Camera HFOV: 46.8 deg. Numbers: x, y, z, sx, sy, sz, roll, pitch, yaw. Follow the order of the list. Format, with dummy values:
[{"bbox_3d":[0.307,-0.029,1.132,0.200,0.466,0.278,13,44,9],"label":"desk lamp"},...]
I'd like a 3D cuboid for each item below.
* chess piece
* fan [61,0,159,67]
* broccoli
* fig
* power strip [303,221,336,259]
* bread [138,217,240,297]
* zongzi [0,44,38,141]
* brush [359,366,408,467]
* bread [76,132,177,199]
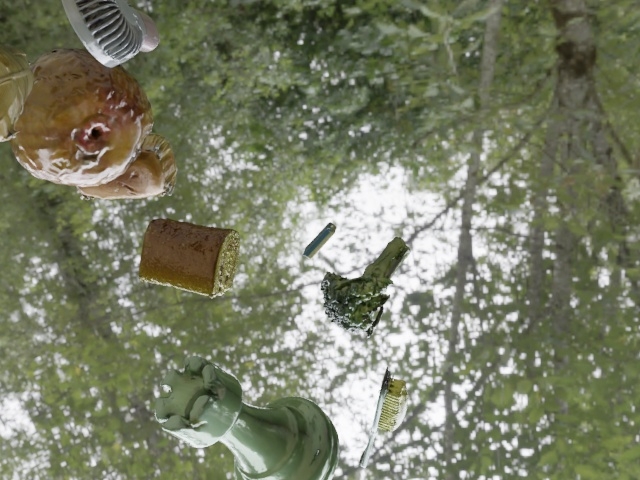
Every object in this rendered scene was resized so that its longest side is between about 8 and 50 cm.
[{"bbox_3d":[-0.122,0.301,1.179,0.194,0.299,0.194,-22,-134,25],"label":"chess piece"},{"bbox_3d":[-0.301,-0.321,1.102,0.074,0.130,0.244,-25,-176,9],"label":"fan"},{"bbox_3d":[0.119,0.089,1.757,0.177,0.198,0.275,40,-98,8],"label":"broccoli"},{"bbox_3d":[-0.535,-0.287,1.535,0.286,0.286,0.369,-27,-131,-30],"label":"fig"},{"bbox_3d":[0.000,0.000,2.208,0.123,0.032,0.056,-47,-170,19],"label":"power strip"},{"bbox_3d":[-0.246,0.030,1.391,0.172,0.132,0.103,10,178,22],"label":"bread"},{"bbox_3d":[-0.462,-0.249,0.994,0.099,0.197,0.194,-10,-144,-1],"label":"zongzi"},{"bbox_3d":[0.126,0.354,1.429,0.060,0.297,0.068,16,-136,8],"label":"brush"},{"bbox_3d":[-0.458,-0.167,1.701,0.241,0.136,0.107,1,-148,16],"label":"bread"}]
